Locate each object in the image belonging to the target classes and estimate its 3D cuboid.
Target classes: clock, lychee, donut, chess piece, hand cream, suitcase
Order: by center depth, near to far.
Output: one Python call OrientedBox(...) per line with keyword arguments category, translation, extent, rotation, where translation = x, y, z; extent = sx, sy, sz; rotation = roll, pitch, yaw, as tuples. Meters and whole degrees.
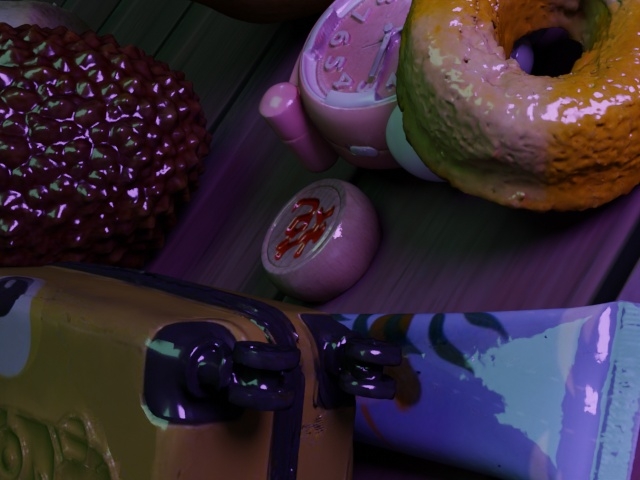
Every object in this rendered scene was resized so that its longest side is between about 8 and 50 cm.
OrientedBox(category="suitcase", translation=(-0.079, 0.114, 0.496), extent=(0.235, 0.143, 0.194), rotation=(10, 95, 42))
OrientedBox(category="hand cream", translation=(0.039, 0.070, 0.520), extent=(0.271, 0.058, 0.091), rotation=(0, 68, 46))
OrientedBox(category="donut", translation=(0.117, -0.104, 0.528), extent=(0.162, 0.065, 0.178), rotation=(-2, 60, 11))
OrientedBox(category="clock", translation=(0.065, -0.108, 0.648), extent=(0.162, 0.093, 0.166), rotation=(6, 60, 43))
OrientedBox(category="chess piece", translation=(0.000, 0.000, 0.654), extent=(0.083, 0.038, 0.084), rotation=(-31, 38, 28))
OrientedBox(category="lychee", translation=(-0.213, -0.060, 0.812), extent=(0.271, 0.271, 0.271), rotation=(-32, 36, 27))

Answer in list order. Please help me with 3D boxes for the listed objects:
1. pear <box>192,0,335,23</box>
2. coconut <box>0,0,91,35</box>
OrientedBox(category="pear", translation=(-0.038, -0.326, 0.792), extent=(0.314, 0.314, 0.314), rotation=(-32, 36, 27))
OrientedBox(category="coconut", translation=(-0.327, -0.129, 1.050), extent=(0.237, 0.197, 0.237), rotation=(-27, 42, 27))
